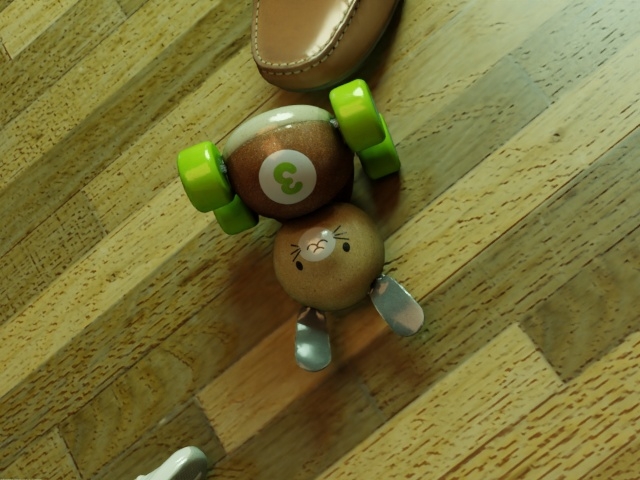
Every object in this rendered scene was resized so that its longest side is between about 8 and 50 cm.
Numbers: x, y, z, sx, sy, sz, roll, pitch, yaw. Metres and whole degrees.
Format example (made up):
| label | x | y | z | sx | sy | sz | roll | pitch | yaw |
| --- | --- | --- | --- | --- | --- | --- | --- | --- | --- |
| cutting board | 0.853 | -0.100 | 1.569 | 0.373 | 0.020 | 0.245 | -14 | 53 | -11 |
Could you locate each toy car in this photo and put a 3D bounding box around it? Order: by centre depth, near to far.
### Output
| label | x | y | z | sx | sy | sz | roll | pitch | yaw |
| --- | --- | --- | --- | --- | --- | --- | --- | --- | --- |
| toy car | 0.000 | 0.000 | 0.968 | 0.155 | 0.149 | 0.188 | -21 | 73 | 7 |

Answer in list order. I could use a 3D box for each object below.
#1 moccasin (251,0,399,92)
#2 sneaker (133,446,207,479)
| label | x | y | z | sx | sy | sz | roll | pitch | yaw |
| --- | --- | --- | --- | --- | --- | --- | --- | --- | --- |
| moccasin | 0.016 | -0.307 | 1.064 | 0.139 | 0.147 | 0.380 | 12 | 77 | 30 |
| sneaker | -0.154 | 0.214 | 1.006 | 0.152 | 0.053 | 0.061 | -47 | 55 | 5 |
